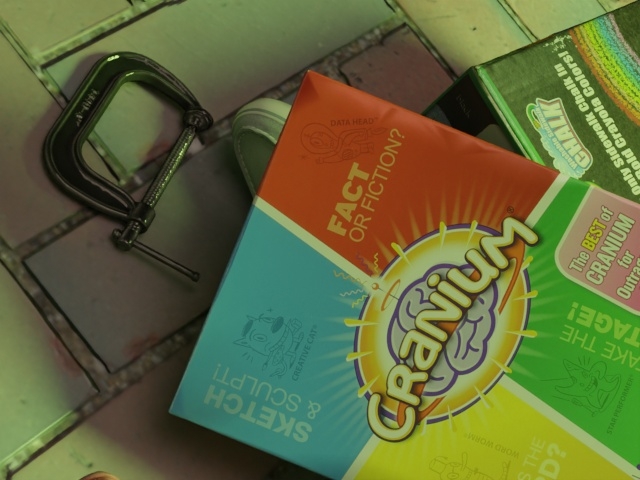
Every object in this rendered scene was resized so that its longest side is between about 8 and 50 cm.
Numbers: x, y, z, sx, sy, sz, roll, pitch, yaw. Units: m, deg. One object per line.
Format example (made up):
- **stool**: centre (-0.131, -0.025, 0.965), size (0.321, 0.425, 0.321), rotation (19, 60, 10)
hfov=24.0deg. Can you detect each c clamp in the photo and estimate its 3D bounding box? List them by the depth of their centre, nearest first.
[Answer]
- **c clamp**: centre (-0.126, -0.060, 1.083), size (0.137, 0.022, 0.161), rotation (26, 55, -10)

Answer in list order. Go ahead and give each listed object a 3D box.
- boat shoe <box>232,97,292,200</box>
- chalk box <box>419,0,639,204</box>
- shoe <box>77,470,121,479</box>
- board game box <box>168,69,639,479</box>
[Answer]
- **boat shoe**: centre (0.000, 0.001, 1.083), size (0.081, 0.079, 0.227), rotation (-34, 88, -43)
- **chalk box**: centre (0.163, -0.038, 1.143), size (0.289, 0.179, 0.180), rotation (-25, 79, -37)
- **shoe**: centre (-0.118, 0.228, 0.899), size (0.063, 0.081, 0.178), rotation (-7, 97, -21)
- **board game box**: centre (0.092, 0.059, 0.985), size (0.316, 0.064, 0.242), rotation (22, 90, 0)
